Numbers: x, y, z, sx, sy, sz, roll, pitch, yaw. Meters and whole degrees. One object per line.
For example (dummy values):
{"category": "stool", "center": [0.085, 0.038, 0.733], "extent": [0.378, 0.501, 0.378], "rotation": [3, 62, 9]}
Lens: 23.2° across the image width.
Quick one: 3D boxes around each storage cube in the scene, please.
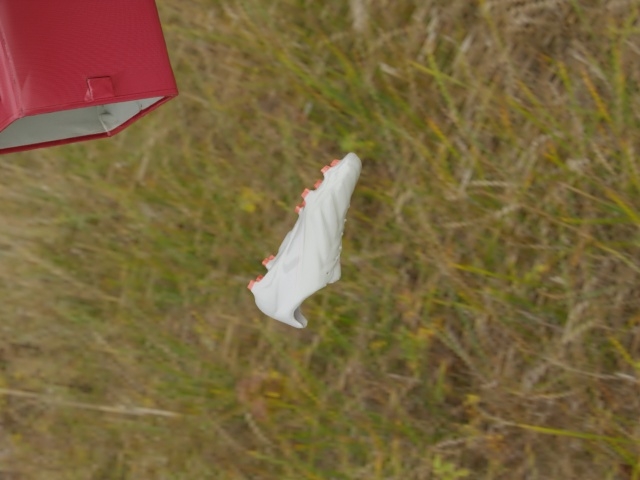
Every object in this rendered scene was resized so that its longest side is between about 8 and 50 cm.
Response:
{"category": "storage cube", "center": [-0.293, -0.211, 1.669], "extent": [0.183, 0.215, 0.193], "rotation": [-21, 82, 56]}

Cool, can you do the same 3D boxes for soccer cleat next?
{"category": "soccer cleat", "center": [0.000, 0.000, 1.602], "extent": [0.076, 0.068, 0.196], "rotation": [34, 110, 7]}
